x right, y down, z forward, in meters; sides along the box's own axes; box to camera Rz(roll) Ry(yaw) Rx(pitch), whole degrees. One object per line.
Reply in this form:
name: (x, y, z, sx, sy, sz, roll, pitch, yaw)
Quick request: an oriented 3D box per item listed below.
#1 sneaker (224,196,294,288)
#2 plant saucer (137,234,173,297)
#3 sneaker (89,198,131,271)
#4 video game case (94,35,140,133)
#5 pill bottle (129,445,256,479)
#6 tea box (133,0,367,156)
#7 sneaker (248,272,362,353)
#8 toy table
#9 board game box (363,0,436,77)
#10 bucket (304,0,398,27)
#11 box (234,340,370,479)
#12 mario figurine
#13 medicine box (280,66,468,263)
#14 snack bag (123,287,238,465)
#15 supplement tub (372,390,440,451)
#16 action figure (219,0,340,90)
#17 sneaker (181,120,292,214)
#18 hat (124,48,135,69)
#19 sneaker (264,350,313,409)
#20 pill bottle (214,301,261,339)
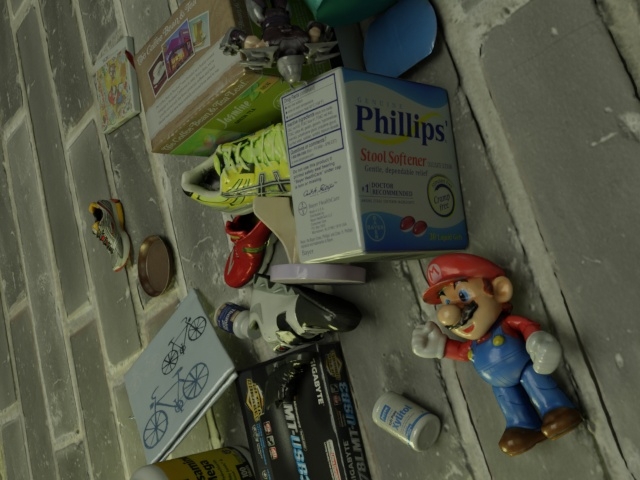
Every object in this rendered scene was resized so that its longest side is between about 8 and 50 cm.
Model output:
sneaker: (-0.163, -0.011, 1.635, 0.107, 0.118, 0.279, 51, 125, 35)
plant saucer: (-0.439, 0.068, 2.008, 0.168, 0.029, 0.168, 1, 92, 49)
sneaker: (-0.611, -0.013, 2.150, 0.088, 0.093, 0.225, -38, 64, 41)
video game case: (-0.592, -0.447, 2.174, 0.206, 0.026, 0.226, -18, 78, 47)
pill bottle: (-0.302, 0.570, 1.634, 0.188, 0.334, 0.187, 1, 92, 48)
tea box: (-0.132, -0.320, 1.446, 0.329, 0.324, 0.219, -28, 70, 45)
sneaker: (-0.039, 0.164, 1.486, 0.331, 0.123, 0.146, 11, 86, 57)
toy table: (0.000, 0.000, 1.383, 0.274, 0.252, 0.160, 145, 127, -79)
board game box: (0.150, -0.360, 1.352, 0.169, 0.033, 0.133, -29, 64, 39)
bucket: (0.059, -0.507, 1.270, 0.281, 0.281, 0.183, -32, 82, 43)
box: (-0.046, 0.383, 1.548, 0.293, 0.073, 0.295, -26, 72, 46)
mario figurine: (0.246, 0.166, 1.140, 0.198, 0.170, 0.320, -30, 73, 7)
medicine box: (0.092, -0.113, 1.243, 0.149, 0.264, 0.289, -13, 81, 47)
snack bag: (-0.346, 0.321, 1.784, 0.323, 0.037, 0.342, -51, 38, 9)
supplement tub: (0.152, 0.319, 1.326, 0.107, 0.071, 0.071, 23, 107, 44)
action figure: (-0.076, -0.355, 1.194, 0.099, 0.185, 0.285, -48, 54, 52)
sneaker: (-0.112, -0.141, 1.421, 0.385, 0.147, 0.145, -28, 69, 39)
hat: (-0.431, -0.334, 1.878, 0.173, 0.184, 0.208, -21, 75, 46)
sneaker: (-0.061, 0.278, 1.479, 0.170, 0.051, 0.089, -30, 67, 47)
pill bottle: (-0.182, 0.184, 1.696, 0.120, 0.067, 0.067, 16, 102, 47)
